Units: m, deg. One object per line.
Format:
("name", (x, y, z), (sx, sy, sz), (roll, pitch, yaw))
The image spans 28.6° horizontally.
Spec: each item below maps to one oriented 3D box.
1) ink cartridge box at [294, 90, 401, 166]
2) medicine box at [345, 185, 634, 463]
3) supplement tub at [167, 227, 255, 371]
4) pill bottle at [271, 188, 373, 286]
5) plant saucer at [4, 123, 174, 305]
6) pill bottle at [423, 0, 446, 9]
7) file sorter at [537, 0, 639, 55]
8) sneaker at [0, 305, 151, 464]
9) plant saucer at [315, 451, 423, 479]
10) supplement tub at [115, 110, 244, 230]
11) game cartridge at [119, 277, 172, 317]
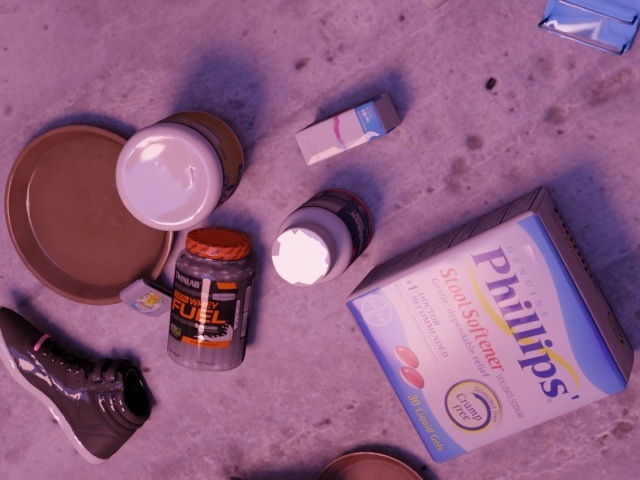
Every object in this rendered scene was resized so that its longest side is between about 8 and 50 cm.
("ink cartridge box", (0.037, -0.151, 1.698), (0.122, 0.088, 0.052), (-22, 98, 22))
("medicine box", (0.229, 0.114, 1.681), (0.289, 0.149, 0.263), (-27, 96, 23))
("supplement tub", (-0.157, 0.084, 1.810), (0.117, 0.117, 0.190), (11, 108, 14))
("pill bottle", (0.000, 0.000, 1.703), (0.108, 0.180, 0.107), (5, 107, 16))
("plant saucer", (-0.341, -0.039, 1.874), (0.278, 0.041, 0.277), (5, 106, 17))
("pill bottle", (0.190, -0.372, 1.587), (0.169, 0.094, 0.094), (-37, 92, 23))
("file sorter", (0.350, -0.325, 1.545), (0.118, 0.104, 0.170), (22, 111, 11))
("sneaker", (-0.372, 0.193, 1.920), (0.147, 0.104, 0.295), (-34, 99, 21))
("plant saucer", (0.083, 0.400, 1.867), (0.199, 0.036, 0.198), (5, 107, 16))
("supplement tub", (-0.185, -0.100, 1.714), (0.144, 0.199, 0.144), (2, 103, 9))
("game cartridge", (-0.256, 0.087, 1.867), (0.056, 0.083, 0.017), (-31, 50, 25))
